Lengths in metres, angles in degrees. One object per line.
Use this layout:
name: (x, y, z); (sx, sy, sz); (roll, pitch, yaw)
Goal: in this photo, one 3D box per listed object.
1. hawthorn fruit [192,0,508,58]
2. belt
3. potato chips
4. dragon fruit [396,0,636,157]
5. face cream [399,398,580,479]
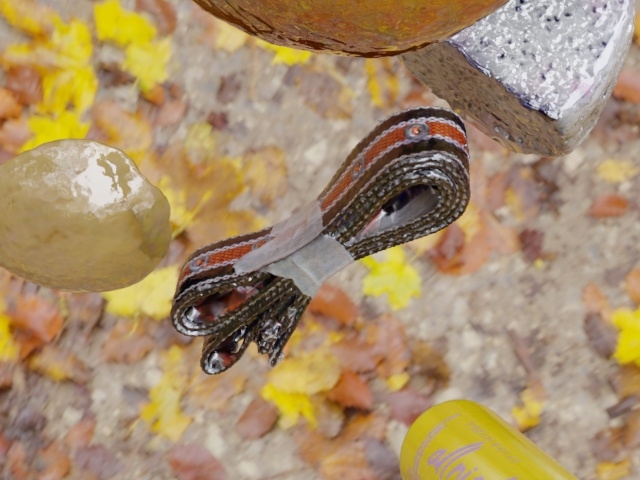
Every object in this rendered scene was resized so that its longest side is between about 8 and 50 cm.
hawthorn fruit: (-0.001, -0.329, 1.060); (0.403, 0.403, 0.402); (6, 70, -16)
belt: (0.000, 0.000, 1.562); (0.126, 0.359, 0.094); (41, 29, -19)
potato chips: (-0.250, -0.009, 1.588); (0.208, 0.195, 0.062); (7, 42, 2)
dragon fruit: (0.214, -0.243, 1.760); (0.283, 0.204, 0.221); (36, 87, 13)
face cream: (0.125, 0.168, 0.934); (0.078, 0.273, 0.078); (-4, 104, -16)
